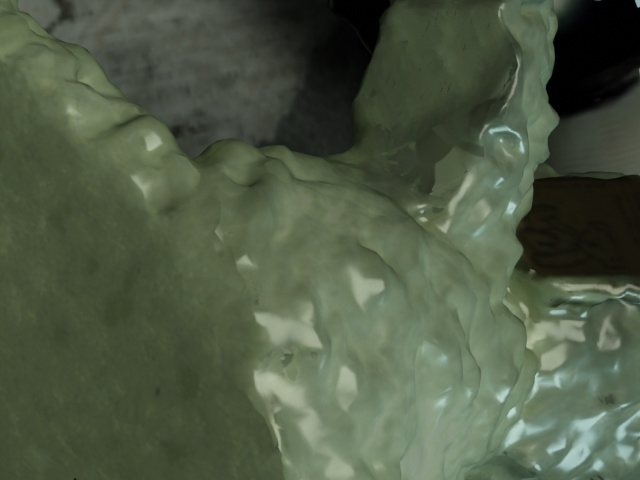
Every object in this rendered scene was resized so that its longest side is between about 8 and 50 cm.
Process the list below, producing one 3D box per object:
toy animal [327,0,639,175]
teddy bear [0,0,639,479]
[{"bbox_3d":[0.124,-0.109,0.847,0.212,0.212,0.267,-51,121,-24],"label":"toy animal"},{"bbox_3d":[0.000,0.000,0.735,0.375,0.327,0.362,40,34,17],"label":"teddy bear"}]
